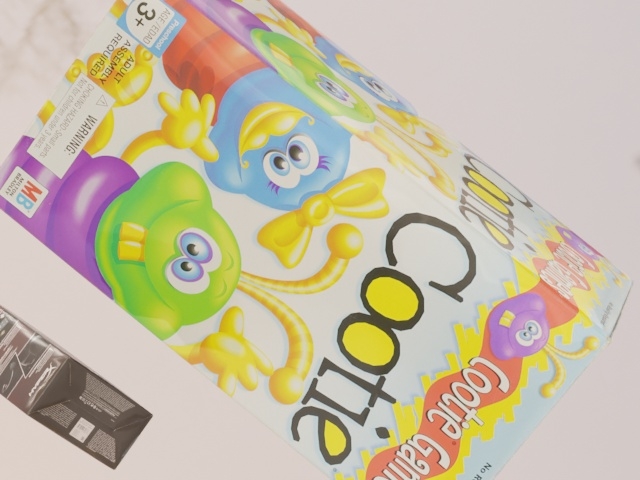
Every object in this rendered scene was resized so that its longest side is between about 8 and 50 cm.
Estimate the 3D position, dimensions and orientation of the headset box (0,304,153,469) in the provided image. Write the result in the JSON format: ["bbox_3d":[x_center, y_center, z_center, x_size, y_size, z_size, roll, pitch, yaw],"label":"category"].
[{"bbox_3d":[-0.122,0.060,0.800,0.083,0.032,0.062,30,171,44],"label":"headset box"}]

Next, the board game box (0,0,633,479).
[{"bbox_3d":[0.000,0.000,0.907,0.275,0.144,0.142,38,-164,5],"label":"board game box"}]
